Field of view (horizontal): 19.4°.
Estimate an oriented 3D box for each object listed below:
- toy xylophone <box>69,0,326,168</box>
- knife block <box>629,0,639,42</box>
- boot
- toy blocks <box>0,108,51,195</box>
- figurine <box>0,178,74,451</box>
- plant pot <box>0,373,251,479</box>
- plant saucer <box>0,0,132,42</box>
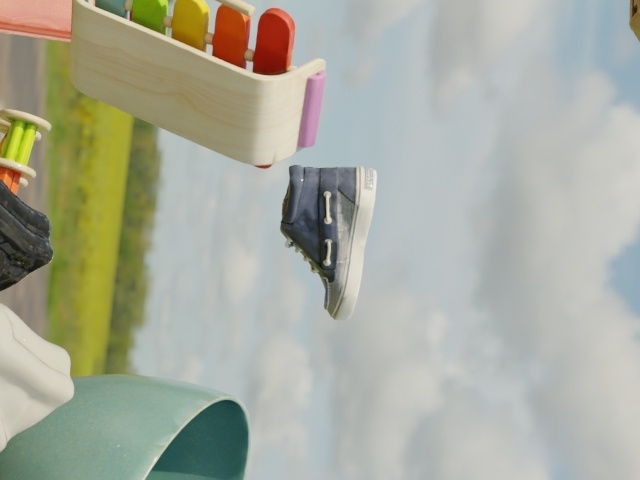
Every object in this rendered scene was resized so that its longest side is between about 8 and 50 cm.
[{"bbox_3d":[-0.142,-0.206,1.997,0.081,0.323,0.236,-48,163,-44],"label":"toy xylophone"},{"bbox_3d":[0.492,-0.226,2.044,0.276,0.242,0.088,44,43,-46],"label":"knife block"},{"bbox_3d":[0.000,0.000,1.829,0.069,0.086,0.190,-90,-174,-50],"label":"boot"},{"bbox_3d":[-0.316,-0.048,1.855,0.123,0.054,0.148,163,-57,-73],"label":"toy blocks"},{"bbox_3d":[-0.266,0.014,1.308,0.209,0.092,0.215,56,14,-50],"label":"figurine"},{"bbox_3d":[-0.214,0.233,1.631,0.290,0.195,0.290,-55,158,-35],"label":"plant pot"},{"bbox_3d":[-0.354,-0.370,2.317,0.048,0.258,0.259,-18,-111,59],"label":"plant saucer"}]
